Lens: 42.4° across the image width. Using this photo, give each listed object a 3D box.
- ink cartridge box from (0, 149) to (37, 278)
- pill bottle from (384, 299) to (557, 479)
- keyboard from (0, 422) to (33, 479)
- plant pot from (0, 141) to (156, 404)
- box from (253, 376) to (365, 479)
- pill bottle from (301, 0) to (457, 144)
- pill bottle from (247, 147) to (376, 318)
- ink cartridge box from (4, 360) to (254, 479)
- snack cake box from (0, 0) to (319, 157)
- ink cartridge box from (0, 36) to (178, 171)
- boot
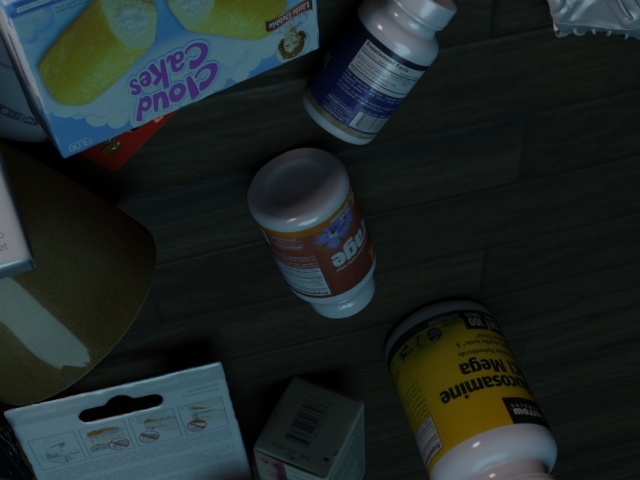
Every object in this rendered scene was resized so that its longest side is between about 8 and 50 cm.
[{"bbox_3d":[-0.367,-0.086,0.631,0.211,0.289,0.121,-19,-179,-18],"label":"ink cartridge box"},{"bbox_3d":[0.228,0.266,1.211,0.188,0.333,0.187,-11,138,-10],"label":"pill bottle"},{"bbox_3d":[-0.457,0.272,1.145,0.108,0.023,0.180,1,129,27],"label":"keyboard"},{"bbox_3d":[-0.334,-0.004,0.818,0.237,0.237,0.254,-30,129,12],"label":"plant pot"},{"bbox_3d":[-0.012,0.355,1.329,0.127,0.148,0.232,17,140,18],"label":"box"},{"bbox_3d":[0.061,-0.189,0.847,0.094,0.094,0.169,16,127,-33],"label":"pill bottle"},{"bbox_3d":[0.000,0.000,1.005,0.121,0.121,0.216,-21,139,2],"label":"pill bottle"},{"bbox_3d":[-0.276,0.316,1.280,0.308,0.091,0.385,-12,132,-7],"label":"ink cartridge box"},{"bbox_3d":[-0.136,-0.199,0.711,0.264,0.089,0.152,-28,140,-20],"label":"snack cake box"},{"bbox_3d":[-0.235,-0.160,0.800,0.189,0.066,0.232,-39,130,21],"label":"ink cartridge box"},{"bbox_3d":[0.309,-0.255,0.883,0.123,0.095,0.258,-31,129,22],"label":"boot"}]
